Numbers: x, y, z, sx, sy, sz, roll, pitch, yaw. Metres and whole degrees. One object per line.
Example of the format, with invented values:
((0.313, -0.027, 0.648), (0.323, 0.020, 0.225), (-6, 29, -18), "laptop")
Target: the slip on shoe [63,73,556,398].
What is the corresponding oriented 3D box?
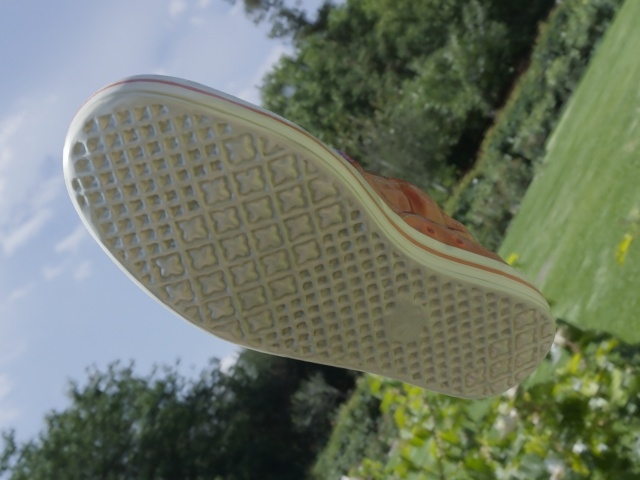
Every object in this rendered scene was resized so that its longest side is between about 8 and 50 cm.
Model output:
((0.000, 0.000, 0.592), (0.123, 0.331, 0.101), (-53, 38, 18), "slip on shoe")
